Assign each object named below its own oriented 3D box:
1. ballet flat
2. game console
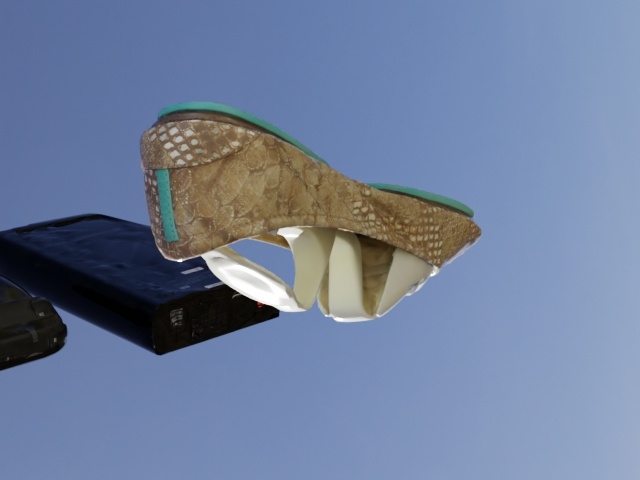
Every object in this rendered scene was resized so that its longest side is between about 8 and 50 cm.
[{"bbox_3d":[0.000,0.000,0.531,0.206,0.073,0.067,16,-106,-47],"label":"ballet flat"},{"bbox_3d":[-0.217,0.046,0.852,0.361,0.213,0.044,-14,-67,-42],"label":"game console"}]
